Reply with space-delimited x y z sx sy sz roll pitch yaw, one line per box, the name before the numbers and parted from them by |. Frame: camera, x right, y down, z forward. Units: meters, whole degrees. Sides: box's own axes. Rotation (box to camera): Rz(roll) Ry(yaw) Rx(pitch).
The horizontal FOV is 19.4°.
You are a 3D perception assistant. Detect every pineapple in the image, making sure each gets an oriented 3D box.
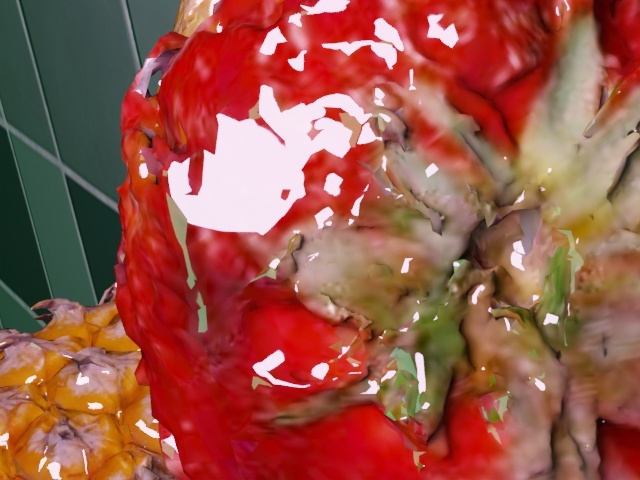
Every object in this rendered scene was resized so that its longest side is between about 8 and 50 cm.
pineapple | -0.119 0.190 1.205 0.352 0.300 0.352 37 141 38

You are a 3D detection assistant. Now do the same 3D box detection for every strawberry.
strawberry | 0.057 0.008 0.681 0.220 0.274 0.274 -114 10 -74

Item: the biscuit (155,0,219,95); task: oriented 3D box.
biscuit | -0.052 -0.132 0.956 0.254 0.035 0.254 -166 90 -84
